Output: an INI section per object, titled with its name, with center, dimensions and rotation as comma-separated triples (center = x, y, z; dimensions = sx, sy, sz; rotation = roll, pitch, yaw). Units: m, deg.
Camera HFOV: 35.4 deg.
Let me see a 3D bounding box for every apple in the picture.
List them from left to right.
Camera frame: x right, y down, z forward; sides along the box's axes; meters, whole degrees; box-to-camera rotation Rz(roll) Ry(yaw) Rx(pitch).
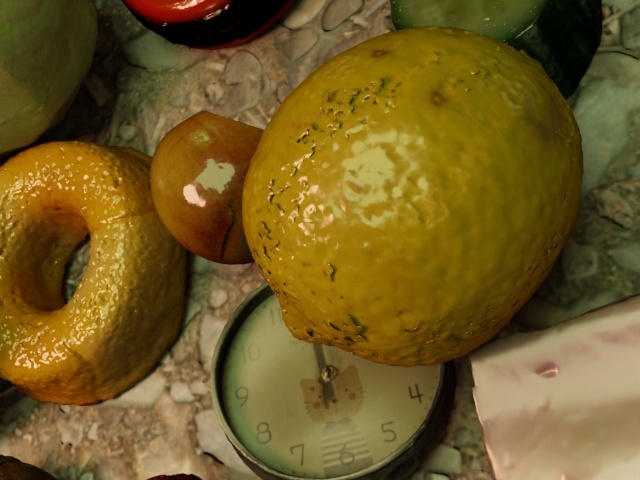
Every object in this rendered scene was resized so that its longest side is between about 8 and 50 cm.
[apple]
center = -0.090, -0.062, 1.007
dimensions = 0.163, 0.146, 0.147
rotation = -48, 56, 6

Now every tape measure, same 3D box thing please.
[tape measure]
center = -0.119, -0.347, 1.137
dimensions = 0.260, 0.114, 0.253
rotation = -38, 61, 13

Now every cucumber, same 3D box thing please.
[cucumber]
center = 0.166, -0.213, 0.957
dimensions = 0.191, 0.130, 0.191
rotation = -13, 61, 24

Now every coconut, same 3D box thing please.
[coconut]
center = -0.409, -0.210, 1.120
dimensions = 0.328, 0.281, 0.328
rotation = -17, 49, 20

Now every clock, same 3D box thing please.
[clock]
center = 0.010, 0.122, 0.916
dimensions = 0.226, 0.049, 0.226
rotation = -5, 60, 9

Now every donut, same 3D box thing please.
[donut]
center = -0.278, 0.023, 1.085
dimensions = 0.303, 0.110, 0.303
rotation = -8, 71, 22

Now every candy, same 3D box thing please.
[candy]
center = 0.260, 0.126, 0.794
dimensions = 0.265, 0.116, 0.155
rotation = -21, 66, 17

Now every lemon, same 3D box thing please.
[lemon]
center = 0.079, -0.042, 0.818
dimensions = 0.310, 0.258, 0.258
rotation = -44, 60, -9

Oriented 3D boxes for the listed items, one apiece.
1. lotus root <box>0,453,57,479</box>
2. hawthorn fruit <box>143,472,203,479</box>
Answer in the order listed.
[lotus root]
center = -0.289, 0.305, 0.992
dimensions = 0.120, 0.120, 0.209
rotation = -43, 60, 6
[hawthorn fruit]
center = -0.142, 0.295, 0.896
dimensions = 0.148, 0.148, 0.172
rotation = -48, 22, 3
